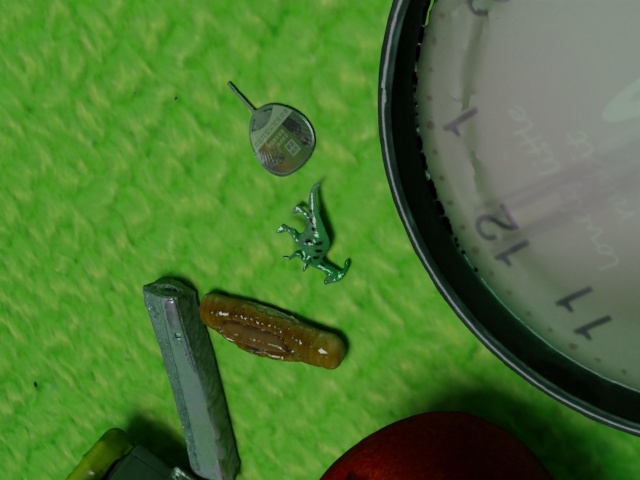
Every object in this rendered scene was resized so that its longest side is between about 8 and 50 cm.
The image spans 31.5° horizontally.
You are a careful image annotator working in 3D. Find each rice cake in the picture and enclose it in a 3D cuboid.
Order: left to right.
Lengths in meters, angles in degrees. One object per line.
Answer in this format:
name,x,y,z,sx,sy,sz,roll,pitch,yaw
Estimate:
rice cake,-0.111,0.129,0.997,0.043,0.034,0.211,7,120,35

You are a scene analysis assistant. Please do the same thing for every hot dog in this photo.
hot dog,-0.042,0.077,0.924,0.137,0.028,0.044,17,132,23

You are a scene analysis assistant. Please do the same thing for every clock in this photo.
clock,0.209,-0.062,0.616,0.386,0.076,0.386,13,117,27

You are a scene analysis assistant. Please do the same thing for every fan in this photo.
fan,-0.033,-0.085,0.836,0.060,0.003,0.080,-8,112,37

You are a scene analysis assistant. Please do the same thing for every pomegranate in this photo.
pomegranate,0.098,0.245,0.811,0.256,0.221,0.221,32,137,-24

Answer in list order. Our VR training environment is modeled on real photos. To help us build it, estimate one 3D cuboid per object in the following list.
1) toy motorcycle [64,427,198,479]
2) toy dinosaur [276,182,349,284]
toy motorcycle,-0.209,0.348,1.081,0.191,0.200,0.326,37,132,1
toy dinosaur,0.000,0.000,0.854,0.062,0.021,0.083,38,136,-1
